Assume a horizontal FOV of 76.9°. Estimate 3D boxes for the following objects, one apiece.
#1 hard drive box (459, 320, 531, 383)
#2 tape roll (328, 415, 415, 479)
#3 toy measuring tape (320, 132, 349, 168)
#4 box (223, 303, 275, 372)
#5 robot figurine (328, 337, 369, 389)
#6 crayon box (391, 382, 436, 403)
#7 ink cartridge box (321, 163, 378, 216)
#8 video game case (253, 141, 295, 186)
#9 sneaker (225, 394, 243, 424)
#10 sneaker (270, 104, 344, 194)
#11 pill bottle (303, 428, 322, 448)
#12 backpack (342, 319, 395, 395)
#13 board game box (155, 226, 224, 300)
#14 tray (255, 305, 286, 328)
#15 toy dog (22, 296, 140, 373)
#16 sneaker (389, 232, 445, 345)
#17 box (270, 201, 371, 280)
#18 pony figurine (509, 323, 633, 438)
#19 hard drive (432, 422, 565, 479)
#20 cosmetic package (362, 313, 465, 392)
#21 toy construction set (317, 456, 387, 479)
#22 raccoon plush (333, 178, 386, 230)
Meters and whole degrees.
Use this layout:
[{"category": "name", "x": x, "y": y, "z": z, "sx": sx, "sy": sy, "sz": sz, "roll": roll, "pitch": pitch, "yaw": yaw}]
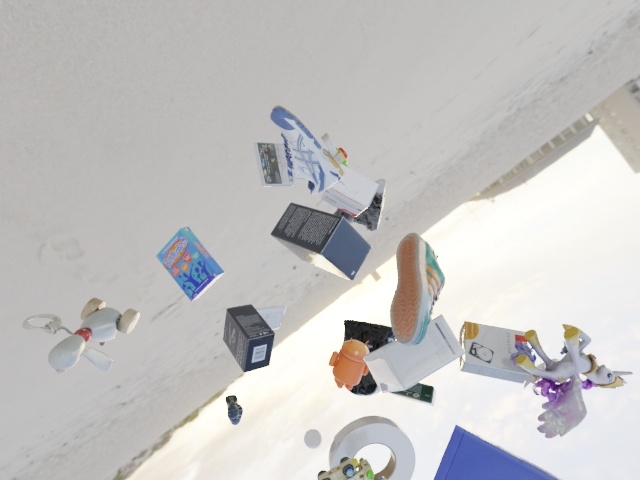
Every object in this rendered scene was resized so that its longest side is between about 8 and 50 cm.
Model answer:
[{"category": "hard drive box", "x": 0.657, "y": 0.423, "z": 1.537, "sx": 0.089, "sy": 0.233, "sz": 0.180, "roll": 90, "pitch": 12, "yaw": -49}, {"category": "tape roll", "x": 0.226, "y": 0.972, "z": 1.785, "sx": 0.392, "sy": 0.391, "sz": 0.072, "roll": -36, "pitch": -170, "yaw": -3}, {"category": "toy measuring tape", "x": 0.055, "y": -0.440, "z": 1.991, "sx": 0.121, "sy": 0.121, "sz": 0.330, "roll": -36, "pitch": 148, "yaw": 6}, {"category": "box", "x": -0.270, "y": 0.357, "z": 1.495, "sx": 0.108, "sy": 0.207, "sz": 0.153, "roll": -5, "pitch": 119, "yaw": -34}, {"category": "robot figurine", "x": 0.124, "y": 0.507, "z": 1.674, "sx": 0.128, "sy": 0.158, "sz": 0.219, "roll": -3, "pitch": 115, "yaw": -69}, {"category": "crayon box", "x": 0.461, "y": 0.747, "z": 1.989, "sx": 0.323, "sy": 0.203, "sz": 0.083, "roll": 52, "pitch": 50, "yaw": -61}, {"category": "ink cartridge box", "x": 0.110, "y": -0.191, "z": 1.592, "sx": 0.100, "sy": 0.172, "sz": 0.237, "roll": -63, "pitch": -177, "yaw": -10}, {"category": "video game case", "x": -0.196, "y": -0.326, "z": 1.736, "sx": 0.173, "sy": 0.190, "sz": 0.022, "roll": -10, "pitch": 177, "yaw": -43}, {"category": "sneaker", "x": -0.286, "y": 0.576, "z": 1.348, "sx": 0.052, "sy": 0.057, "sz": 0.135, "roll": -7, "pitch": -164, "yaw": -16}, {"category": "sneaker", "x": -0.056, "y": -0.239, "z": 1.136, "sx": 0.131, "sy": 0.296, "sz": 0.111, "roll": -38, "pitch": -144, "yaw": 11}, {"category": "pill bottle", "x": -0.034, "y": 0.940, "z": 1.907, "sx": 0.086, "sy": 0.086, "sz": 0.152, "roll": -35, "pitch": 153, "yaw": -15}, {"category": "backpack", "x": 0.239, "y": 0.608, "z": 2.051, "sx": 0.291, "sy": 0.354, "sz": 0.273, "roll": 3, "pitch": 159, "yaw": 26}, {"category": "board game box", "x": -0.456, "y": 0.082, "z": 1.405, "sx": 0.160, "sy": 0.210, "sz": 0.047, "roll": -43, "pitch": 174, "yaw": 22}, {"category": "tray", "x": -0.283, "y": 0.407, "z": 2.039, "sx": 0.271, "sy": 0.030, "sz": 0.145, "roll": 4, "pitch": 110, "yaw": -49}, {"category": "toy dog", "x": -0.708, "y": 0.306, "z": 1.227, "sx": 0.160, "sy": 0.220, "sz": 0.334, "roll": -68, "pitch": 164, "yaw": 15}, {"category": "sneaker", "x": 0.253, "y": 0.124, "z": 0.991, "sx": 0.108, "sy": 0.121, "sz": 0.301, "roll": -34, "pitch": -146, "yaw": 47}, {"category": "box", "x": 0.000, "y": 0.000, "z": 2.035, "sx": 0.396, "sy": 0.293, "sz": 0.211, "roll": 20, "pitch": -106, "yaw": 44}, {"category": "pony figurine", "x": 0.843, "y": 0.466, "z": 1.414, "sx": 0.351, "sy": 0.364, "sz": 0.302, "roll": -42, "pitch": -162, "yaw": 25}, {"category": "hard drive", "x": 0.511, "y": 0.712, "z": 1.172, "sx": 0.040, "sy": 0.319, "sz": 0.210, "roll": 23, "pitch": 89, "yaw": -66}, {"category": "cosmetic package", "x": 0.281, "y": 0.358, "z": 1.255, "sx": 0.225, "sy": 0.138, "sz": 0.224, "roll": -22, "pitch": 163, "yaw": -17}, {"category": "toy construction set", "x": 0.106, "y": 0.984, "z": 1.574, "sx": 0.328, "sy": 0.214, "sz": 0.151, "roll": -27, "pitch": -175, "yaw": -25}, {"category": "raccoon plush", "x": 0.222, "y": -0.248, "z": 2.363, "sx": 0.446, "sy": 0.300, "sz": 0.216, "roll": 91, "pitch": 16, "yaw": -50}]
